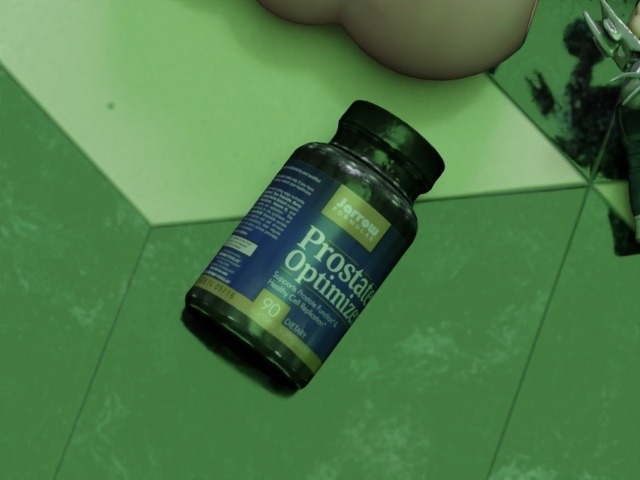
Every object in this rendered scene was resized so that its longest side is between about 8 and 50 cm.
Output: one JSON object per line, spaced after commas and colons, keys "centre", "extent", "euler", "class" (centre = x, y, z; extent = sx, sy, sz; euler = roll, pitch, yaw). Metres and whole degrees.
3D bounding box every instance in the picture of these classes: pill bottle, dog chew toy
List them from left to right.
{"centre": [0.000, 0.000, 1.595], "extent": [0.123, 0.123, 0.219], "euler": [36, 81, 0], "class": "pill bottle"}
{"centre": [0.021, -0.256, 1.601], "extent": [0.332, 0.206, 0.207], "euler": [18, 81, 5], "class": "dog chew toy"}

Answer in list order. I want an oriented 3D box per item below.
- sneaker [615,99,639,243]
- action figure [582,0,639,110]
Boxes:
{"centre": [0.357, -0.097, 1.662], "extent": [0.226, 0.086, 0.163], "euler": [-11, 83, -9], "class": "sneaker"}
{"centre": [0.334, -0.178, 1.594], "extent": [0.285, 0.099, 0.185], "euler": [-34, 85, -28], "class": "action figure"}
